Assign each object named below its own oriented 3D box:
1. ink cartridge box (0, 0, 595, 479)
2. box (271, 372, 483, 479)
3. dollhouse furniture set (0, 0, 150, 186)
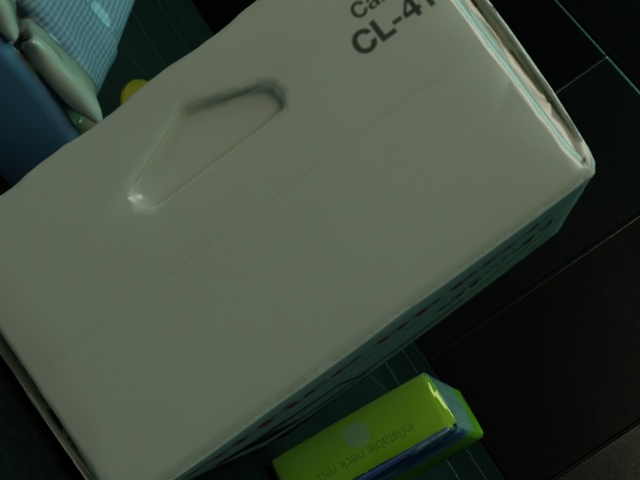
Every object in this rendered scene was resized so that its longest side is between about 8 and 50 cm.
[{"bbox_3d":[0.000,0.000,0.551,0.131,0.226,0.306,54,6,7],"label":"ink cartridge box"},{"bbox_3d":[0.040,0.131,0.715,0.042,0.109,0.178,60,6,17],"label":"box"},{"bbox_3d":[-0.111,-0.228,0.549,0.303,0.198,0.286,53,33,-35],"label":"dollhouse furniture set"}]
